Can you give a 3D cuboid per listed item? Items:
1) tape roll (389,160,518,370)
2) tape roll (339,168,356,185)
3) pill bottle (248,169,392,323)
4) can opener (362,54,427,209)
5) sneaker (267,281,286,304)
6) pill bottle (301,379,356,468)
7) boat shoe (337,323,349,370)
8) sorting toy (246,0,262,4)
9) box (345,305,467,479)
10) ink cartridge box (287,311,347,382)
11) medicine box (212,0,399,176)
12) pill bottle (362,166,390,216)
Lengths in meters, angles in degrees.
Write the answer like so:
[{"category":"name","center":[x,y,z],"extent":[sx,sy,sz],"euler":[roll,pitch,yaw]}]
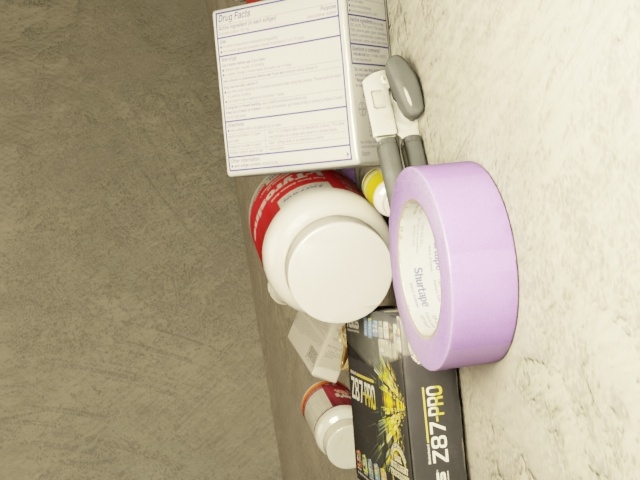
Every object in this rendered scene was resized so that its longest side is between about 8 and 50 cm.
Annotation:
[{"category":"tape roll","center":[0.171,0.033,1.316],"extent":[0.275,0.090,0.274],"euler":[173,90,-78]},{"category":"tape roll","center":[0.016,-0.109,2.048],"extent":[0.189,0.080,0.189],"euler":[174,90,-78]},{"category":"pill bottle","center":[0.000,0.000,1.756],"extent":[0.407,0.229,0.229],"euler":[-122,28,-72]},{"category":"can opener","center":[0.126,-0.142,1.482],"extent":[0.095,0.076,0.283],"euler":[113,148,-70]},{"category":"sneaker","center":[-0.030,0.013,2.260],"extent":[0.129,0.111,0.297],"euler":[17,98,59]},{"category":"pill bottle","center":[0.037,0.395,2.108],"extent":[0.221,0.121,0.121],"euler":[-131,36,-69]},{"category":"boat shoe","center":[0.065,0.204,2.022],"extent":[0.063,0.059,0.170],"euler":[-116,22,-59]},{"category":"sorting toy","center":[-0.070,-0.456,2.217],"extent":[0.126,0.127,0.365],"euler":[33,154,24]},{"category":"box","center":[0.133,0.271,1.626],"extent":[0.395,0.097,0.318],"euler":[172,95,-79]},{"category":"ink cartridge box","center":[0.022,0.150,2.202],"extent":[0.296,0.066,0.261],"euler":[-138,69,-73]},{"category":"medicine box","center":[-0.024,-0.260,1.640],"extent":[0.149,0.263,0.289],"euler":[-10,-83,-57]},{"category":"pill bottle","center":[0.112,-0.076,1.613],"extent":[0.116,0.065,0.065],"euler":[-123,29,-67]}]
